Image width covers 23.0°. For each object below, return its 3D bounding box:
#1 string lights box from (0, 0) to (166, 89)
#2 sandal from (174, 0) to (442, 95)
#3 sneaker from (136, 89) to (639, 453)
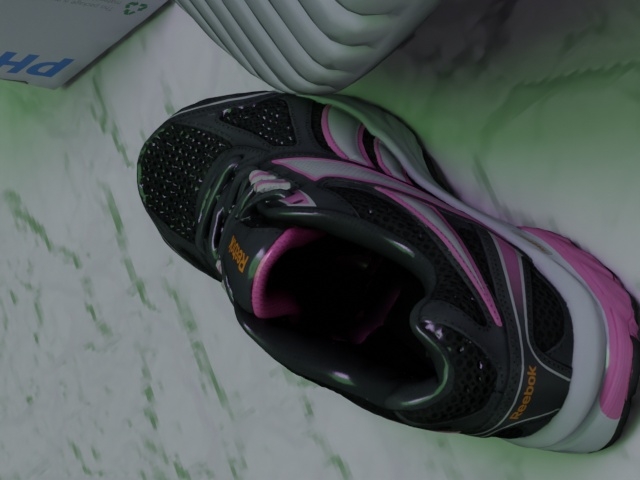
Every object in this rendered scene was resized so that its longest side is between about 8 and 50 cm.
[{"bbox_3d":[-0.153,-0.188,0.546,0.077,0.133,0.260,-30,69,40],"label":"string lights box"},{"bbox_3d":[0.012,-0.126,0.340,0.169,0.102,0.416,63,167,-10],"label":"sandal"},{"bbox_3d":[0.000,0.000,0.429,0.178,0.077,0.072,24,104,43],"label":"sneaker"}]
